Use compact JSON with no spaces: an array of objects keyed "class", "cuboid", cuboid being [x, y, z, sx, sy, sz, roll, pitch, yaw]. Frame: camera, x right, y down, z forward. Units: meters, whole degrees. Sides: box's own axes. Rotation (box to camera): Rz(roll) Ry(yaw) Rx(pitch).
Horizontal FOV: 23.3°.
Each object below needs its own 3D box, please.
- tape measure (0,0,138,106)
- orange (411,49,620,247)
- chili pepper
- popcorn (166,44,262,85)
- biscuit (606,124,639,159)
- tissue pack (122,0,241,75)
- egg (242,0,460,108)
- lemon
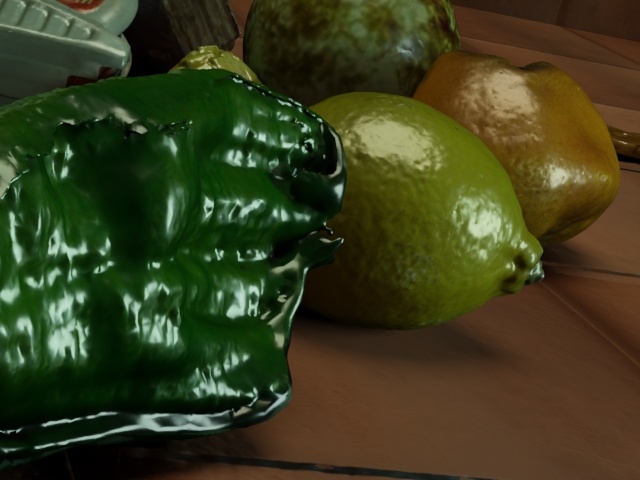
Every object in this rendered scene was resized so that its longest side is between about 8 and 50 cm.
[{"class":"tape measure","cuboid":[-0.306,-0.220,1.620,0.243,0.125,0.246,13,38,-2]},{"class":"orange","cuboid":[0.181,-0.089,1.517,0.249,0.183,0.249,11,16,-3]},{"class":"chili pepper","cuboid":[-0.130,0.013,0.871,0.167,0.213,0.385,9,16,33]},{"class":"popcorn","cuboid":[-0.118,-0.145,1.628,0.106,0.116,0.121,38,-17,-10]},{"class":"biscuit","cuboid":[0.420,-0.137,2.181,0.184,0.027,0.133,15,16,12]},{"class":"tissue pack","cuboid":[-0.287,-0.309,1.854,0.344,0.125,0.242,19,-16,16]},{"class":"egg","cuboid":[0.039,-0.208,1.717,0.238,0.238,0.289,18,4,15]},{"class":"lemon","cuboid":[0.051,-0.021,1.180,0.248,0.184,0.184,13,15,-1]}]
